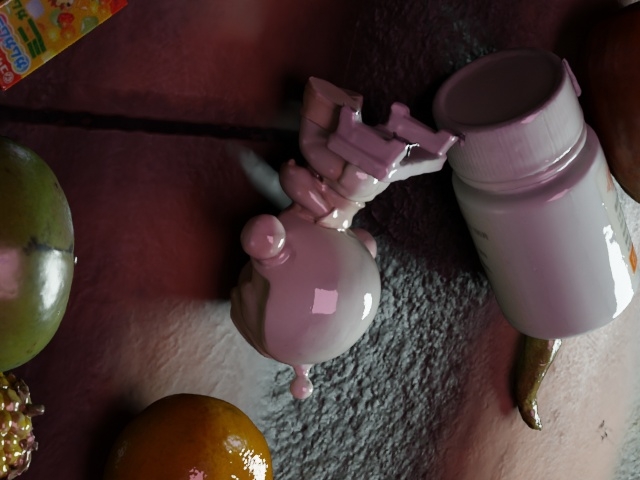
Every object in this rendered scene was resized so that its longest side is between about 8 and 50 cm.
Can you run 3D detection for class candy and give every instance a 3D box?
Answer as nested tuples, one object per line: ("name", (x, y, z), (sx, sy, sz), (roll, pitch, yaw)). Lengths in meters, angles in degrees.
("candy", (-0.208, -0.172, 1.332), (0.122, 0.038, 0.062), (-38, 127, -19))

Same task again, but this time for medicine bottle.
("medicine bottle", (0.197, -0.041, 1.631), (0.144, 0.144, 0.252), (-40, 130, -18))

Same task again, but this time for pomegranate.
("pomegranate", (-0.274, 0.021, 1.286), (0.210, 0.179, 0.179), (-26, 125, -3))

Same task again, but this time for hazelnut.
("hazelnut", (0.327, -0.125, 1.663), (0.214, 0.176, 0.214), (20, 66, -58))

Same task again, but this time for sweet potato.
("sweet potato", (0.215, 0.123, 1.786), (0.041, 0.038, 0.153), (2, 111, -14))

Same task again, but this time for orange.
("orange", (-0.115, 0.205, 1.509), (0.156, 0.124, 0.156), (-10, 103, -49))

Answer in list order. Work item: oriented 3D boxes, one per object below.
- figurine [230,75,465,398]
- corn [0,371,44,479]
("figurine", (0.010, 0.003, 1.520), (0.144, 0.182, 0.257), (22, 104, 1))
("corn", (-0.358, 0.143, 1.311), (0.305, 0.106, 0.106), (-2, 110, -32))
